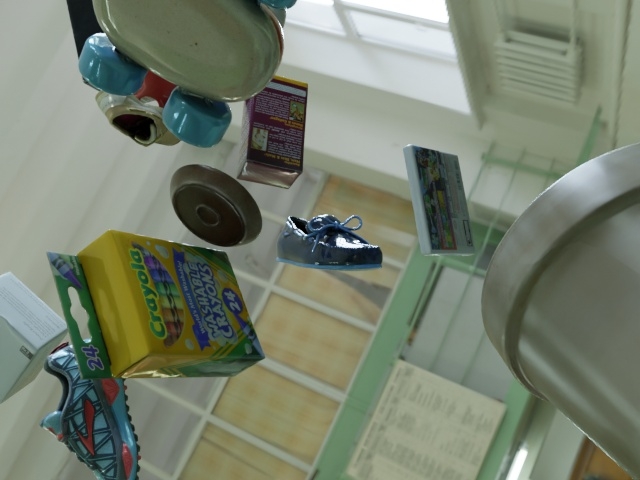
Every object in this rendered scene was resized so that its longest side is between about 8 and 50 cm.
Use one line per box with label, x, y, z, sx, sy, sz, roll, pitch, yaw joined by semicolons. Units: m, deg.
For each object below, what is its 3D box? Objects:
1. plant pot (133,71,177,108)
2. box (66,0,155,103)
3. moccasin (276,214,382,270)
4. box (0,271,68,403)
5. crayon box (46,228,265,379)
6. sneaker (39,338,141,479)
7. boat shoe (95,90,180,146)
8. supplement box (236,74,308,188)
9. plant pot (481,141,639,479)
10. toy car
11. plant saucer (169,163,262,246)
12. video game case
plant pot;-0.249;-0.289;1.293;0.191;0.191;0.174;-38;-17;-49
box;-0.323;-0.412;1.621;0.296;0.294;0.182;0;-104;-88
moccasin;0.000;0.000;1.622;0.138;0.342;0.116;5;-89;-37
box;-0.646;0.198;1.603;0.182;0.181;0.119;-49;-2;24
crayon box;-0.236;0.102;1.184;0.083;0.203;0.323;-33;-23;24
sneaker;-0.344;0.276;1.142;0.125;0.261;0.104;-5;-21;-31
boat shoe;-0.262;-0.168;1.155;0.063;0.059;0.170;-33;-26;19
supplement box;-0.087;-0.199;1.419;0.081;0.104;0.188;136;141;-61
plant pot;0.355;0.111;0.748;0.280;0.323;0.323;-110;15;-50
toy car;-0.122;-0.267;0.892;0.219;0.210;0.238;-57;5;29
plant saucer;-0.174;-0.047;1.254;0.168;0.168;0.029;84;-151;-45
video game case;0.223;-0.071;1.455;0.183;0.023;0.201;2;-103;-53
